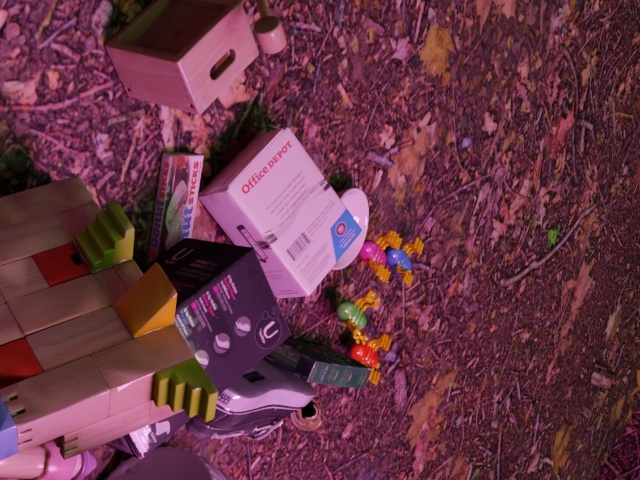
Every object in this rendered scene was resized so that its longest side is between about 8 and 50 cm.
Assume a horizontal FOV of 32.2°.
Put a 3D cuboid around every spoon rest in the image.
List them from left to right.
[{"bbox_3d":[0.000,0.000,1.772,0.276,0.084,0.137,-25,125,-47],"label":"spoon rest"}]

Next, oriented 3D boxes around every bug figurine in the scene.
[{"bbox_3d":[0.095,0.101,1.957,0.279,0.072,0.216,-68,153,-18],"label":"bug figurine"}]

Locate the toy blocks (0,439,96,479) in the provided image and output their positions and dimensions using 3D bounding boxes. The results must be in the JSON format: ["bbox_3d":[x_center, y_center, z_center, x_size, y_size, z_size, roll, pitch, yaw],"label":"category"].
[{"bbox_3d":[-0.241,0.389,1.212,0.260,0.288,0.309,26,78,-60],"label":"toy blocks"}]

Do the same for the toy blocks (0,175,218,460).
[{"bbox_3d":[-0.317,0.091,1.170,0.261,0.381,0.191,-19,144,-28],"label":"toy blocks"}]

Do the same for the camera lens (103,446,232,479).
[{"bbox_3d":[-0.186,0.446,1.589,0.219,0.219,0.274,-55,143,-23],"label":"camera lens"}]

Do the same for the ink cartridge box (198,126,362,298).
[{"bbox_3d":[-0.056,-0.039,1.604,0.148,0.086,0.203,-49,113,-31],"label":"ink cartridge box"}]

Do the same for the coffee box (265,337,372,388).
[{"bbox_3d":[-0.006,0.200,1.829,0.184,0.113,0.040,18,96,-55],"label":"coffee box"}]

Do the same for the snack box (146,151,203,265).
[{"bbox_3d":[-0.201,-0.032,1.522,0.064,0.022,0.178,-7,111,-54],"label":"snack box"}]

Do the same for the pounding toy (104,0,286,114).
[{"bbox_3d":[-0.123,-0.241,1.370,0.181,0.206,0.094,-51,141,-29],"label":"pounding toy"}]

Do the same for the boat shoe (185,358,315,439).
[{"bbox_3d":[-0.107,0.254,1.704,0.105,0.113,0.306,-59,163,10],"label":"boat shoe"}]

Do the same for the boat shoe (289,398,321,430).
[{"bbox_3d":[-0.025,0.295,1.907,0.050,0.045,0.135,-58,144,-19],"label":"boat shoe"}]

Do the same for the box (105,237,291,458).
[{"bbox_3d":[-0.200,0.129,1.425,0.270,0.165,0.143,-38,119,-31],"label":"box"}]
